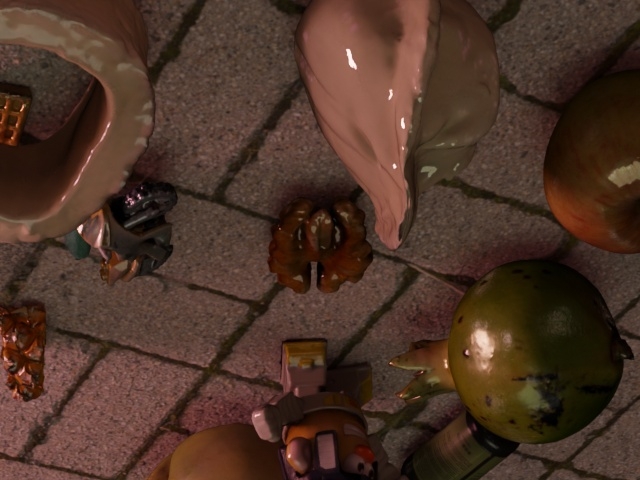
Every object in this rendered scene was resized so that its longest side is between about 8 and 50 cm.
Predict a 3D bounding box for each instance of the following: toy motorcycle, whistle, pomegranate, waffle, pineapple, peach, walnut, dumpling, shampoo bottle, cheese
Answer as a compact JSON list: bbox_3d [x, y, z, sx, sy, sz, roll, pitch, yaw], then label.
[{"bbox_3d":[-0.256,-0.007,1.936,0.130,0.094,0.229,-18,157,-20],"label":"toy motorcycle"},{"bbox_3d":[-0.312,-0.048,1.939,0.039,0.039,0.186,2,137,-11],"label":"whistle"},{"bbox_3d":[0.268,0.168,2.122,0.341,0.260,0.260,-17,138,15],"label":"pomegranate"},{"bbox_3d":[-0.409,-0.142,1.832,0.092,0.021,0.135,9,136,-17],"label":"waffle"},{"bbox_3d":[-0.421,0.158,2.119,0.069,0.137,0.116,1,180,-5],"label":"pineapple"},{"bbox_3d":[-0.135,0.425,2.335,0.292,0.247,0.292,2,118,4],"label":"peach"},{"bbox_3d":[0.000,0.000,2.015,0.143,0.069,0.170,1,136,-7],"label":"walnut"},{"bbox_3d":[0.079,-0.144,1.682,0.233,0.315,0.395,7,146,-3],"label":"dumpling"},{"bbox_3d":[0.203,0.367,2.429,0.101,0.101,0.284,21,131,-28],"label":"shampoo bottle"},{"bbox_3d":[-0.349,-0.162,1.701,0.292,0.153,0.332,13,126,-22],"label":"cheese"}]

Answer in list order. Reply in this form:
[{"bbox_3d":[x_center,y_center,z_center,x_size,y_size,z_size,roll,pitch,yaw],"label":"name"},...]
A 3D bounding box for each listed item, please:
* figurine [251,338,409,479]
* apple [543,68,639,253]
[{"bbox_3d":[0.014,0.300,2.197,0.308,0.308,0.143,16,138,-24],"label":"figurine"},{"bbox_3d":[0.399,-0.097,1.870,0.261,0.194,0.261,-4,141,-4],"label":"apple"}]
